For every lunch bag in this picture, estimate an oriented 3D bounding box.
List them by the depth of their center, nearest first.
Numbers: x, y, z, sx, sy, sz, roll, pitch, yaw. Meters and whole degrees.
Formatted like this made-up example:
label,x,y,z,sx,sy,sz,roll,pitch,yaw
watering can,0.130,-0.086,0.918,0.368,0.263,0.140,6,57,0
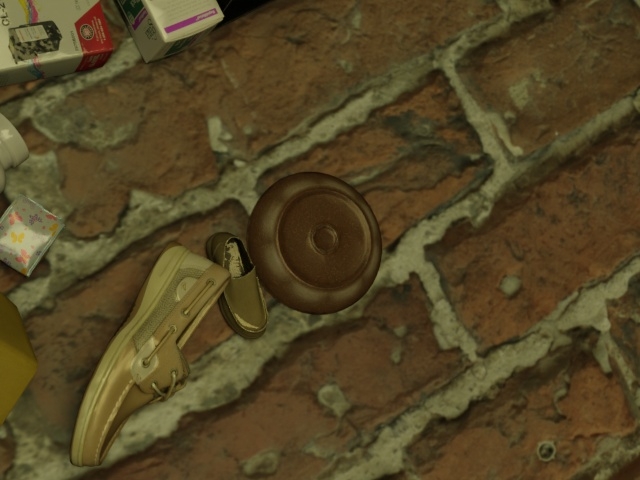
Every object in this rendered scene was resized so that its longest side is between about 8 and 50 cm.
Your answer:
label,x,y,z,sx,sy,sz,roll,pitch,yaw
lunch bag,-0.361,-0.006,1.436,0.071,0.053,0.083,34,79,-11

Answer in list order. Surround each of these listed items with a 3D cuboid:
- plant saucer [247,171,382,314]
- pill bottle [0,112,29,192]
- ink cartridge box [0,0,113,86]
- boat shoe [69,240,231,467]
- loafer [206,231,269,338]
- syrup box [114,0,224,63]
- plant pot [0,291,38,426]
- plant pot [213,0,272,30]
label,x,y,z,sx,sy,sz,roll,pitch,yaw
plant saucer,0.000,0.000,1.593,0.199,0.036,0.198,5,78,-22
pill bottle,-0.439,-0.074,1.388,0.184,0.103,0.103,-41,97,-23
ink cartridge box,-0.364,-0.269,1.471,0.175,0.072,0.127,-16,88,-25
boat shoe,-0.206,0.146,1.434,0.098,0.109,0.302,25,65,2
loafer,-0.107,0.058,1.529,0.056,0.050,0.148,-23,89,-24
syrup box,-0.228,-0.361,1.533,0.096,0.093,0.236,-26,91,-25
plant pot,-0.434,0.127,1.279,0.187,0.212,0.212,29,101,-35
plant pot,-0.094,-0.412,1.551,0.188,0.187,0.167,-33,91,-24
